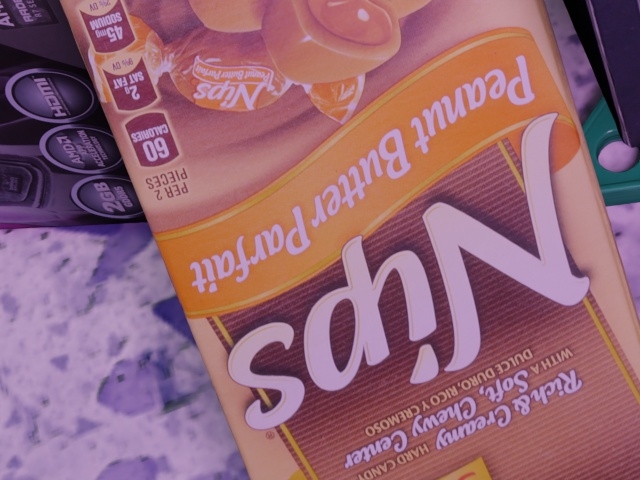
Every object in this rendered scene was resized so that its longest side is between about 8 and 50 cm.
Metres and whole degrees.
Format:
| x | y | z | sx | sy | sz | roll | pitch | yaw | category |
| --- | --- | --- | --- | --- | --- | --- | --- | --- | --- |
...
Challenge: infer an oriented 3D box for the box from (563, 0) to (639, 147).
| x | y | z | sx | sy | sz | roll | pitch | yaw | category |
| --- | --- | --- | --- | --- | --- | --- | --- | --- | --- |
| 0.198 | -0.262 | 0.724 | 0.313 | 0.179 | 0.343 | -21 | 58 | 7 | box |

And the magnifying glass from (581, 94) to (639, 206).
| x | y | z | sx | sy | sz | roll | pitch | yaw | category |
| --- | --- | --- | --- | --- | --- | --- | --- | --- | --- |
| 0.140 | -0.036 | 0.917 | 0.231 | 0.026 | 0.092 | -30 | 64 | -2 | magnifying glass |

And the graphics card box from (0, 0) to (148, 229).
| x | y | z | sx | sy | sz | roll | pitch | yaw | category |
| --- | --- | --- | --- | --- | --- | --- | --- | --- | --- |
| -0.264 | -0.093 | 0.928 | 0.371 | 0.233 | 0.094 | -3 | 58 | 12 | graphics card box |

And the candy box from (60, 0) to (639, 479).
| x | y | z | sx | sy | sz | roll | pitch | yaw | category |
| --- | --- | --- | --- | --- | --- | --- | --- | --- | --- |
| 0.023 | -0.023 | 0.797 | 0.183 | 0.316 | 0.087 | -17 | 20 | 7 | candy box |
